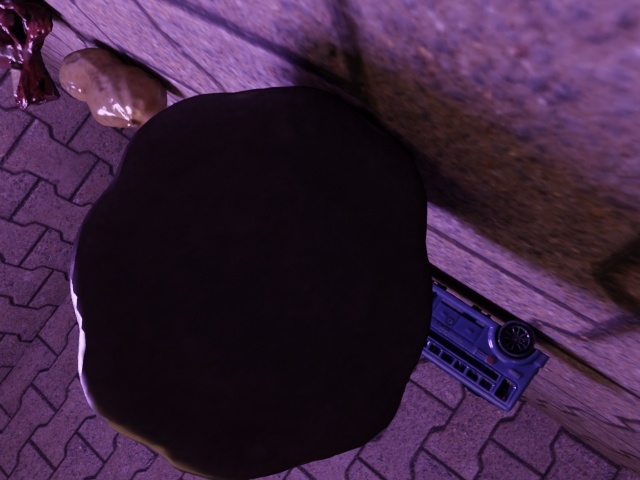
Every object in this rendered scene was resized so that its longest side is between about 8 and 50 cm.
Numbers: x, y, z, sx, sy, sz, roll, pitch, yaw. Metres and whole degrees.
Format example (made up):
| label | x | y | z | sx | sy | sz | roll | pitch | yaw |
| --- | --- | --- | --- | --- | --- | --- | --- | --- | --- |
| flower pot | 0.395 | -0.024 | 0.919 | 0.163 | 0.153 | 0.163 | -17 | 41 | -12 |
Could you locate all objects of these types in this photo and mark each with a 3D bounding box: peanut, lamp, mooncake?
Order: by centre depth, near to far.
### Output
| label | x | y | z | sx | sy | sz | roll | pitch | yaw |
| --- | --- | --- | --- | --- | --- | --- | --- | --- | --- |
| mooncake | -0.048 | 0.030 | 0.420 | 0.306 | 0.306 | 0.154 | 36 | 177 | -9 |
| peanut | -0.364 | -0.267 | 0.839 | 0.263 | 0.117 | 0.101 | 36 | 157 | 29 |
| lamp | -0.577 | -0.366 | 0.879 | 0.151 | 0.215 | 0.223 | -16 | -137 | -34 |

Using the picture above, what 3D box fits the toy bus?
| label | x | y | z | sx | sy | sz | roll | pitch | yaw |
| --- | --- | --- | --- | --- | --- | --- | --- | --- | --- |
| toy bus | 0.197 | 0.138 | 0.781 | 0.292 | 0.133 | 0.125 | 33 | 176 | 19 |
